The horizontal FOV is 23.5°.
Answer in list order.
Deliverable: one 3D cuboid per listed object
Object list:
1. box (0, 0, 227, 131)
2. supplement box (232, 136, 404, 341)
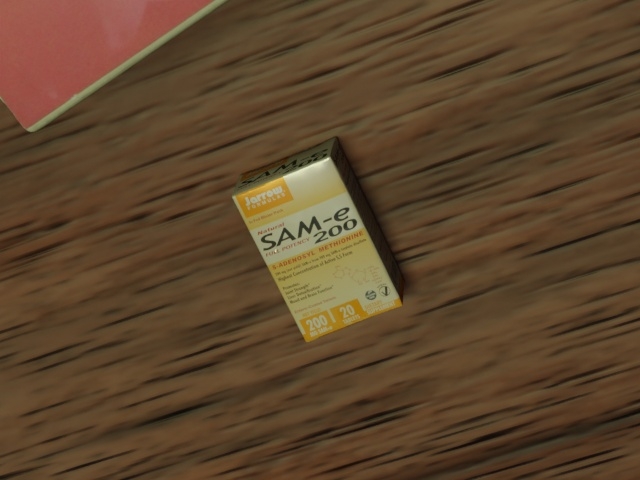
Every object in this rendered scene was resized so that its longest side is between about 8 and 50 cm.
[{"bbox_3d":[-0.072,-0.179,0.731,0.232,0.148,0.127,-32,106,17],"label":"box"},{"bbox_3d":[0.000,0.000,0.863,0.062,0.036,0.098,-22,109,14],"label":"supplement box"}]
